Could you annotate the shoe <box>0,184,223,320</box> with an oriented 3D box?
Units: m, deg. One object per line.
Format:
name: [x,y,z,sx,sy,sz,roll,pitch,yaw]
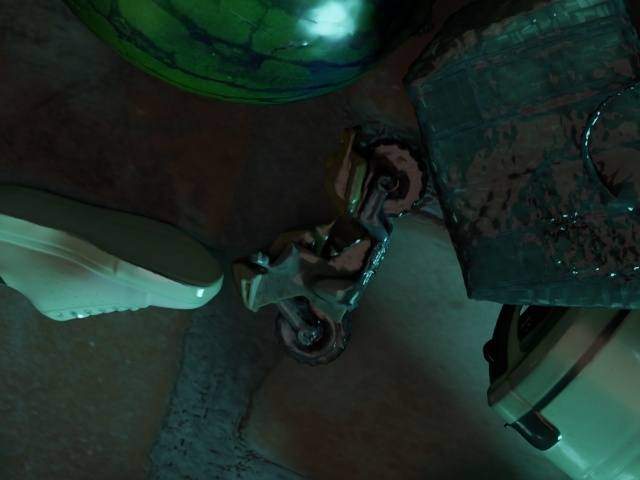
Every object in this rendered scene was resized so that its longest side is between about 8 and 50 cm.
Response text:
shoe: [-0.218,0.031,1.393,0.265,0.095,0.110,21,117,17]

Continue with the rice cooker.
rice cooker: [0.263,0.101,1.181,0.244,0.226,0.226,39,114,8]

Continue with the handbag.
handbag: [0.167,-0.063,1.038,0.175,0.088,0.270,-8,111,29]

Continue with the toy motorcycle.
toy motorcycle: [0.000,0.000,1.305,0.130,0.094,0.229,30,108,10]

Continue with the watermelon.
watermelon: [-0.054,-0.277,1.107,0.363,0.363,0.363,5,108,17]
